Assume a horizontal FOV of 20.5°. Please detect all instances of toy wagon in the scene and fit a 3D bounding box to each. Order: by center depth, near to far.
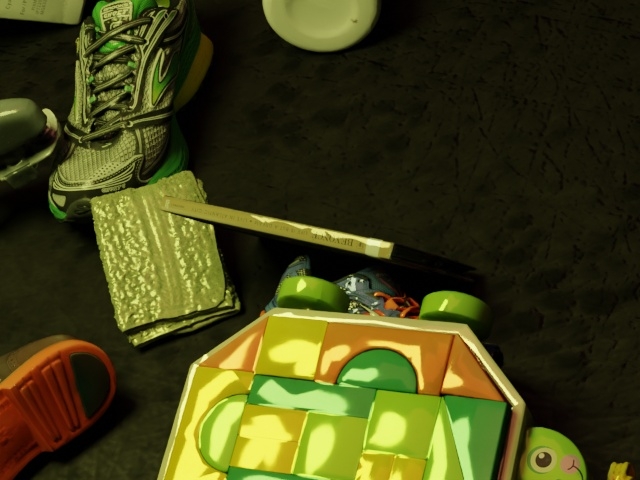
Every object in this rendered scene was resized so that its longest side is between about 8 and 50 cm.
[{"bbox_3d":[0.054,0.160,1.280,0.344,0.068,0.267,4,64,22],"label":"toy wagon"}]

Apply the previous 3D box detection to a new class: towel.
[{"bbox_3d":[-0.140,0.015,1.557,0.110,0.027,0.148,-16,69,-8],"label":"towel"}]

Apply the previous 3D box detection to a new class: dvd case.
[{"bbox_3d":[0.000,0.000,1.486,0.221,0.164,0.018,11,88,29],"label":"dvd case"}]

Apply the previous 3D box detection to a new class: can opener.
[{"bbox_3d":[-0.367,-0.055,1.665,0.280,0.093,0.074,-29,38,14],"label":"can opener"}]

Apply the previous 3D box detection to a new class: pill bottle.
[{"bbox_3d":[0.007,-0.304,1.831,0.121,0.121,0.221,-7,42,11],"label":"pill bottle"}]

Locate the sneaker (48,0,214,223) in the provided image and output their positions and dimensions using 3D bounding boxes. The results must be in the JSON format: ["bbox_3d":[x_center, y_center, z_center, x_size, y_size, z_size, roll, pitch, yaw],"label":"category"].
[{"bbox_3d":[-0.198,-0.149,1.708,0.134,0.146,0.343,-5,44,13],"label":"sneaker"}]

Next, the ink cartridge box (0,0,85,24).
[{"bbox_3d":[-0.434,-0.329,1.953,0.261,0.066,0.296,-1,30,-36],"label":"ink cartridge box"}]

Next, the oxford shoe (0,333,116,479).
[{"bbox_3d":[-0.298,0.167,1.451,0.271,0.097,0.098,-30,23,-21],"label":"oxford shoe"}]

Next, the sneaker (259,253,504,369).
[{"bbox_3d":[0.046,0.064,1.415,0.221,0.083,0.087,15,91,30],"label":"sneaker"}]
